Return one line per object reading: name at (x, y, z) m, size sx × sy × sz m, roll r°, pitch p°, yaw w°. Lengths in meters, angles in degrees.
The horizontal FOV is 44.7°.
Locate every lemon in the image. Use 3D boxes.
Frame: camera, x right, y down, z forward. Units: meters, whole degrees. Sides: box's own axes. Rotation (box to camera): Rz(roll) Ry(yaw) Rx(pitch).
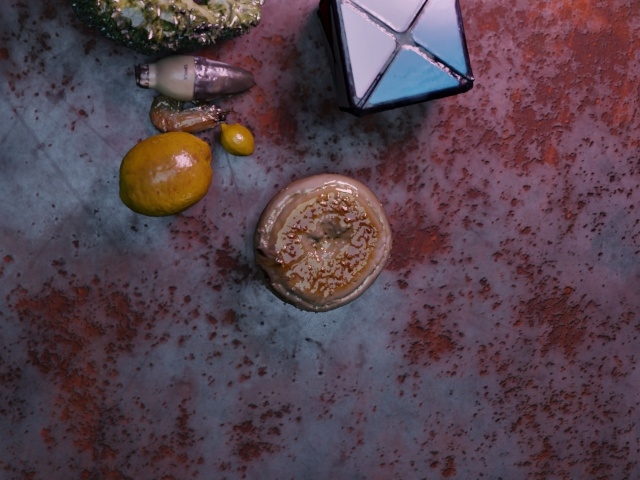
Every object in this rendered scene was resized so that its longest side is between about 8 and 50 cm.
lemon at (-0.180, -0.215, 1.664) m, size 0.092 × 0.065 × 0.065 m, roll 44°, pitch 94°, yaw -11°
lemon at (-0.319, -0.136, 1.615) m, size 0.207 × 0.170 × 0.170 m, roll -21°, pitch 101°, yaw -5°

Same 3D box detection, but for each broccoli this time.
broccoli at (-0.344, -0.552, 1.511) m, size 0.353 × 0.275 × 0.397 m, roll -33°, pitch 114°, yaw -44°

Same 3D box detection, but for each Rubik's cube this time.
Rubik's cube at (0.142, -0.398, 1.565) m, size 0.246 × 0.250 × 0.248 m, roll -14°, pitch 103°, yaw -2°

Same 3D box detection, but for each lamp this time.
lamp at (-0.257, -0.336, 1.612) m, size 0.250 × 0.101 × 0.101 m, roll -2°, pitch 100°, yaw -16°

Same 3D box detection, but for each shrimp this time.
shrimp at (-0.274, -0.276, 1.662) m, size 0.180 × 0.041 × 0.099 m, roll -4°, pitch 85°, yaw -3°

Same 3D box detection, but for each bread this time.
bread at (0.000, 0.000, 1.669) m, size 0.306 × 0.159 × 0.305 m, roll -2°, pitch 102°, yaw -8°
